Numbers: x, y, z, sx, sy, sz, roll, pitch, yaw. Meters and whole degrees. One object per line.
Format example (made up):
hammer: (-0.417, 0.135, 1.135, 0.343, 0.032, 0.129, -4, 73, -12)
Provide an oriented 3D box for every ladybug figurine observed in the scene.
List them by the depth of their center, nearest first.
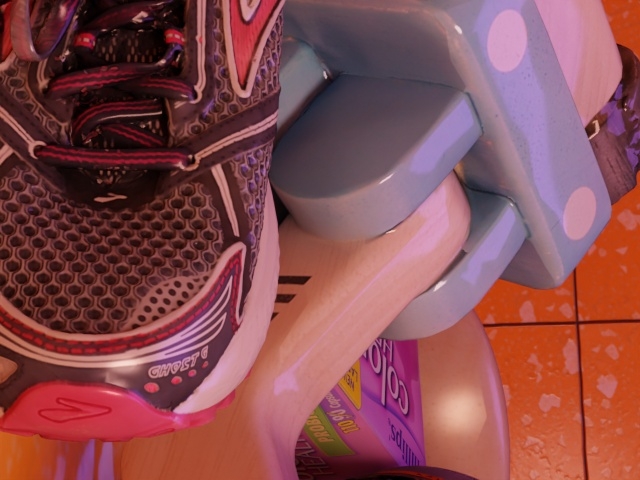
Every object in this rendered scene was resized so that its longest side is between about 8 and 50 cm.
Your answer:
ladybug figurine: (0.036, 0.220, 1.139, 0.305, 0.162, 0.449, -120, -150, -43)

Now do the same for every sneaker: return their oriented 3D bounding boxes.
sneaker: (-0.068, -0.077, 0.391, 0.112, 0.121, 0.299, 108, -16, -54)

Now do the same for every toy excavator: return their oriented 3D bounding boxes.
toy excavator: (0.000, 0.000, 0.569, 0.445, 0.433, 0.222, -49, 131, -21)

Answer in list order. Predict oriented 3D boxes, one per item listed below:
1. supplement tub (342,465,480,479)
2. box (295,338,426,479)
supplement tub: (0.019, 0.239, 0.683, 0.338, 0.207, 0.207, 15, 72, -70)
box: (-0.011, 0.050, 0.899, 0.213, 0.117, 0.243, 57, 27, -50)
